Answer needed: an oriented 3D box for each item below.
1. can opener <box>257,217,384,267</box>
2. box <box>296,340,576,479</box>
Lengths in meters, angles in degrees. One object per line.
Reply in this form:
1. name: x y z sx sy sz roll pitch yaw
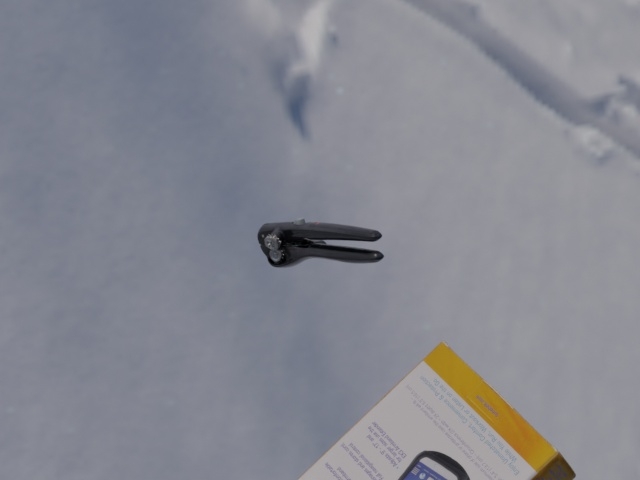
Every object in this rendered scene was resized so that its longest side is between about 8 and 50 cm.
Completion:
1. can opener: 0.000 0.000 2.162 0.073 0.186 0.059 -31 111 -42
2. box: 0.030 0.115 0.758 0.081 0.136 0.028 45 -1 41
